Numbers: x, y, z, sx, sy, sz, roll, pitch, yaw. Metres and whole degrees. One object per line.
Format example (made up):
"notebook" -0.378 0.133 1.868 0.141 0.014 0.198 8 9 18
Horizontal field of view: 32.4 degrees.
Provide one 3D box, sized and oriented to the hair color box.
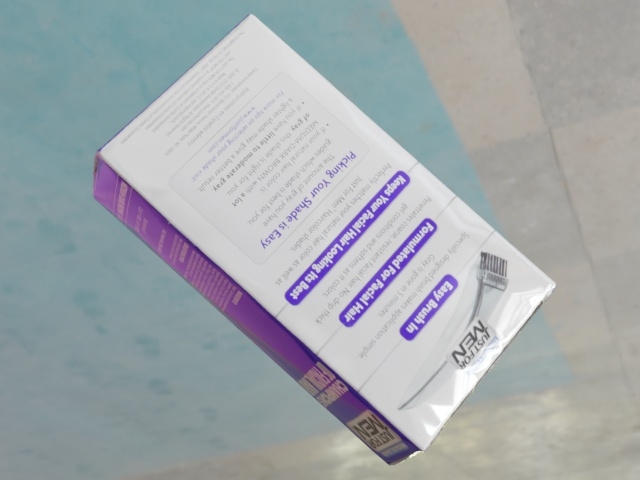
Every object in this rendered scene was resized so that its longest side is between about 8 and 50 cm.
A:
"hair color box" 0.000 0.000 0.904 0.185 0.339 0.110 -46 175 -22
